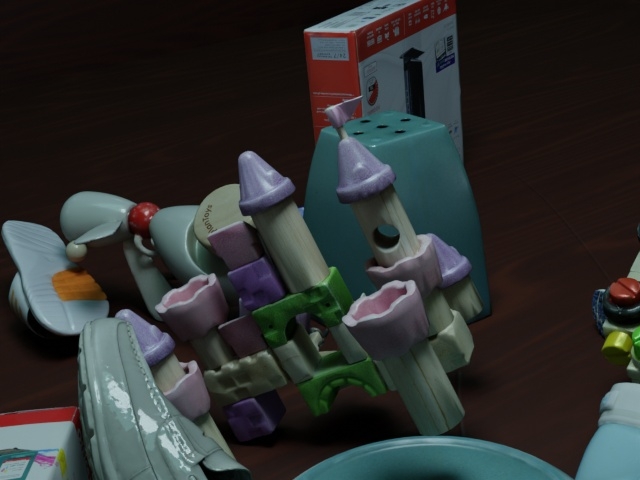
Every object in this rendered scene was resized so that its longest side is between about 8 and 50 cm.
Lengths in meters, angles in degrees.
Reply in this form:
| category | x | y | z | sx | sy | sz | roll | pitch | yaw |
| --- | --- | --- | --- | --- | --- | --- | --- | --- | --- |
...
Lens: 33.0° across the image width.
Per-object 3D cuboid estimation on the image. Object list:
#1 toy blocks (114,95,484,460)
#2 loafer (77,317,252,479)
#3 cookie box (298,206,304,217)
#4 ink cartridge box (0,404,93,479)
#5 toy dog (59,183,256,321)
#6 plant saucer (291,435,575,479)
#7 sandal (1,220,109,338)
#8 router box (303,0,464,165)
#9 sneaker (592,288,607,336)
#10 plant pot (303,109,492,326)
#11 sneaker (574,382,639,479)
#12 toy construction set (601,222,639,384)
| category | x | y | z | sx | sy | sz | roll | pitch | yaw |
| --- | --- | --- | --- | --- | --- | --- | --- | --- | --- |
| toy blocks | -0.024 | 0.032 | 1.006 | 0.288 | 0.260 | 0.309 | -23 | 14 | 23 |
| loafer | -0.108 | 0.190 | 0.814 | 0.111 | 0.112 | 0.319 | -14 | 57 | -18 |
| cookie box | 0.000 | 0.000 | 1.407 | 0.107 | 0.092 | 0.040 | -11 | 25 | -14 |
| ink cartridge box | -0.226 | 0.224 | 0.848 | 0.078 | 0.134 | 0.231 | -6 | 21 | 3 |
| toy dog | -0.179 | 0.033 | 1.271 | 0.334 | 0.220 | 0.161 | -6 | 53 | 48 |
| plant saucer | 0.084 | 0.240 | 0.856 | 0.318 | 0.043 | 0.317 | -6 | 21 | 2 |
| sandal | -0.342 | 0.063 | 1.355 | 0.102 | 0.076 | 0.265 | 8 | 24 | -33 |
| router box | 0.106 | -0.197 | 1.591 | 0.082 | 0.301 | 0.335 | 7 | 26 | 29 |
| sneaker | 0.349 | 0.090 | 1.158 | 0.058 | 0.052 | 0.135 | -13 | 32 | -29 |
| plant pot | 0.078 | -0.020 | 1.245 | 0.166 | 0.234 | 0.165 | -19 | 25 | -28 |
| sneaker | 0.346 | 0.235 | 0.741 | 0.366 | 0.135 | 0.150 | 21 | 74 | 29 |
| toy construction set | 0.390 | 0.069 | 1.019 | 0.215 | 0.151 | 0.328 | 8 | 31 | 35 |
